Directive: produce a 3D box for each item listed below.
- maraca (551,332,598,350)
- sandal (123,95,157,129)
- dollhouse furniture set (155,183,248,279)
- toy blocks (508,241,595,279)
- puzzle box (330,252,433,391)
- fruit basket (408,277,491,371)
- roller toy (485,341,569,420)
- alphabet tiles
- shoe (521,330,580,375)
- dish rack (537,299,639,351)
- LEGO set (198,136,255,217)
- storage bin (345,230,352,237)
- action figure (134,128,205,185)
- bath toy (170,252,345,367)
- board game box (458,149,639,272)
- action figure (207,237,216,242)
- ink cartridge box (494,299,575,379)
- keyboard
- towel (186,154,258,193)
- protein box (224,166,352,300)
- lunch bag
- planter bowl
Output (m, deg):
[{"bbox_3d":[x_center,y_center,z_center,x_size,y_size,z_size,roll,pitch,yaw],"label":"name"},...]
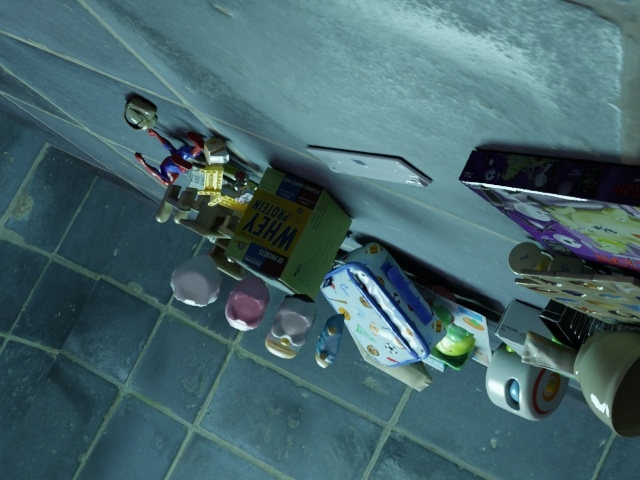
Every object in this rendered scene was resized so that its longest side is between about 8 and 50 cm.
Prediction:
[{"bbox_3d":[0.522,0.219,1.723,0.186,0.099,0.127,21,-171,-14],"label":"maraca"},{"bbox_3d":[-0.370,-0.250,1.861,0.072,0.049,0.180,29,173,-11],"label":"sandal"},{"bbox_3d":[-0.235,-0.004,2.079,0.212,0.161,0.242,28,-171,22],"label":"dollhouse furniture set"},{"bbox_3d":[0.366,0.060,1.381,0.123,0.054,0.148,18,171,41],"label":"toy blocks"},{"bbox_3d":[0.136,0.203,2.473,0.272,0.052,0.409,35,-160,-45],"label":"puzzle box"},{"bbox_3d":[0.265,0.190,2.247,0.327,0.165,0.353,27,168,23],"label":"fruit basket"},{"bbox_3d":[0.519,0.341,2.266,0.146,0.191,0.209,19,169,45],"label":"roller toy"},{"bbox_3d":[0.441,0.094,1.232,0.343,0.011,0.285,21,170,-35],"label":"alphabet tiles"},{"bbox_3d":[0.457,0.225,1.610,0.219,0.058,0.076,21,171,29],"label":"shoe"},{"bbox_3d":[0.515,0.168,1.526,0.272,0.074,0.208,22,172,32],"label":"dish rack"},{"bbox_3d":[-0.188,-0.146,1.902,0.132,0.107,0.287,-15,148,22],"label":"LEGO set"},{"bbox_3d":[0.000,0.000,2.138,0.098,0.091,0.135,31,173,-32],"label":"storage bin"},{"bbox_3d":[-0.338,-0.193,1.972,0.139,0.091,0.280,38,164,-10],"label":"action figure"},{"bbox_3d":[-0.122,0.127,1.781,0.348,0.151,0.129,25,-154,-5],"label":"bath toy"},{"bbox_3d":[0.333,-0.017,0.986,0.208,0.056,0.347,27,174,-33],"label":"board game box"},{"bbox_3d":[-0.220,-0.030,2.548,0.164,0.140,0.276,30,176,-11],"label":"action figure"},{"bbox_3d":[0.479,0.214,1.931,0.153,0.086,0.208,22,172,35],"label":"ink cartridge box"},{"bbox_3d":[0.067,-0.116,1.396,0.072,0.014,0.256,37,168,-31],"label":"keyboard"},{"bbox_3d":[-0.212,-0.114,2.238,0.324,0.056,0.312,29,173,-8],"label":"towel"},{"bbox_3d":[-0.061,-0.008,1.857,0.136,0.199,0.201,23,171,24],"label":"protein box"},{"bbox_3d":[0.140,0.148,2.127,0.303,0.115,0.243,51,152,-7],"label":"lunch bag"},{"bbox_3d":[0.454,0.201,1.385,0.162,0.162,0.109,33,180,-39],"label":"planter bowl"}]
